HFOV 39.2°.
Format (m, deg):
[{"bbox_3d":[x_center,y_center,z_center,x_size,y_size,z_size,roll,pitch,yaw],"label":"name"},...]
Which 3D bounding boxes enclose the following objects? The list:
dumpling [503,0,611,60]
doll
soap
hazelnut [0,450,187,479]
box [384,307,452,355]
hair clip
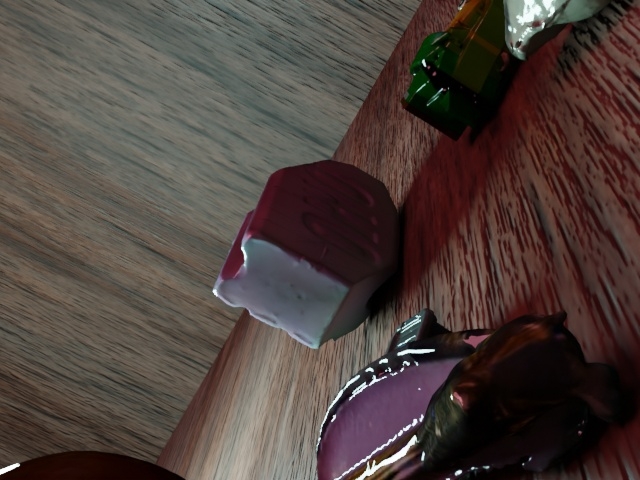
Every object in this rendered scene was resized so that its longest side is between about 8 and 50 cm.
[{"bbox_3d":[0.245,-0.281,0.824,0.172,0.142,0.247,-22,-31,-40],"label":"dumpling"},{"bbox_3d":[0.170,-0.208,1.047,0.186,0.106,0.134,-63,13,-11],"label":"doll"},{"bbox_3d":[0.000,0.000,1.136,0.109,0.193,0.324,-57,8,25],"label":"soap"},{"bbox_3d":[-0.239,0.380,0.837,0.402,0.402,0.429,-60,2,15],"label":"hazelnut"},{"bbox_3d":[0.079,0.112,0.715,0.099,0.054,0.074,-66,10,-25],"label":"box"},{"bbox_3d":[0.059,0.137,0.603,0.095,0.110,0.359,-48,-5,-32],"label":"hair clip"}]
